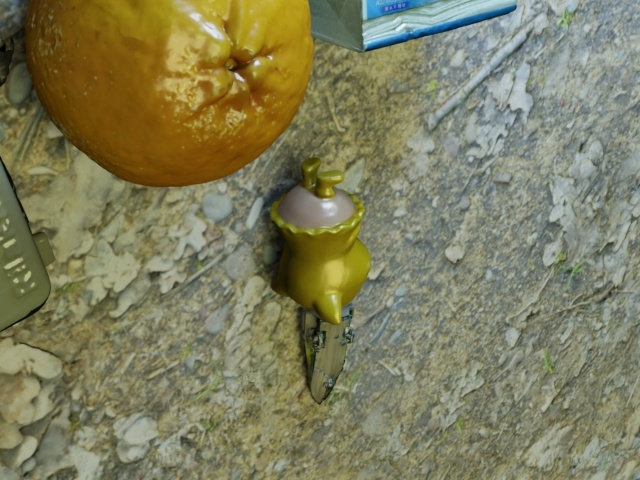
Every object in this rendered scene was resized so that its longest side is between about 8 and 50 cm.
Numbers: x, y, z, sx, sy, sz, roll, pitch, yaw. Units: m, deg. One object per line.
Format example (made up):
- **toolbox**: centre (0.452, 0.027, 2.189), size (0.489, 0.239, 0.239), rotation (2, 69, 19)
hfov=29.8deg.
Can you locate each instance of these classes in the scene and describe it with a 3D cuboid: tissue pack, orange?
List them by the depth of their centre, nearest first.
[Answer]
- **orange**: centre (-0.164, -0.222, 1.390), size (0.340, 0.293, 0.341), rotation (-16, 121, -29)
- **tissue pack**: centre (0.103, -0.355, 1.593), size (0.263, 0.198, 0.146), rotation (-18, 120, -30)

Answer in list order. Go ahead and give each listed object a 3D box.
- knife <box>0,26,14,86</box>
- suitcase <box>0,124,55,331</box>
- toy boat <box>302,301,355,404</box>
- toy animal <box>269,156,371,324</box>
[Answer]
- **knife**: centre (-0.517, -0.193, 1.310), size (0.365, 0.043, 0.089), rotation (-9, 118, -32)
- **suitcase**: centre (-0.486, 0.000, 1.312), size (0.339, 0.194, 0.351), rotation (-28, 133, -18)
- **toy boat**: centre (0.008, 0.184, 1.896), size (0.084, 0.066, 0.210), rotation (-9, 130, -20)
- **toy animal**: centre (-0.003, -0.001, 1.730), size (0.156, 0.156, 0.230), rotation (-15, 120, -31)
